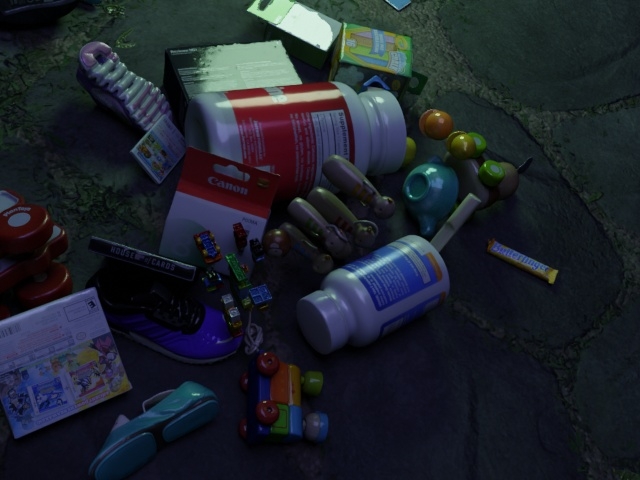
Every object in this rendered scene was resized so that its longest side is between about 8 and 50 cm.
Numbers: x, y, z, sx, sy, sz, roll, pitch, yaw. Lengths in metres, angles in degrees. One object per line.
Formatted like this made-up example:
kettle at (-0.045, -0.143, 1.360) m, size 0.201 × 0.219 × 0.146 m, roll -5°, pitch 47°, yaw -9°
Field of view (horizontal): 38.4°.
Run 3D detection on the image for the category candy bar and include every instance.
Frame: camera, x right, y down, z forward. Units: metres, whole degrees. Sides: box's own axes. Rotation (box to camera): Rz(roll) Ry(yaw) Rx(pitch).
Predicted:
candy bar at (0.421, 0.043, 1.928) m, size 0.161 × 0.018 × 0.040 m, roll 27°, pitch 54°, yaw 2°

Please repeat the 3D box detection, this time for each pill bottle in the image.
pill bottle at (0.095, 0.105, 1.711) m, size 0.272 × 0.152 × 0.152 m, roll -24°, pitch 66°, yaw -28°
pill bottle at (-0.047, -0.196, 1.825) m, size 0.407 × 0.229 × 0.229 m, roll -9°, pitch 60°, yaw -21°

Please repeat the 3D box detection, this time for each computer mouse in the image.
computer mouse at (-0.638, -0.521, 1.981) m, size 0.272 × 0.072 × 0.188 m, roll -11°, pitch 62°, yaw -8°

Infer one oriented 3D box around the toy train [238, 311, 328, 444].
toy train at (-0.060, 0.237, 1.613) m, size 0.143 × 0.105 × 0.248 m, roll 12°, pitch 56°, yaw -21°

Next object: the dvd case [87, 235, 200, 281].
dvd case at (-0.302, 0.035, 1.607) m, size 0.179 × 0.238 × 0.030 m, roll 17°, pitch 87°, yaw -5°

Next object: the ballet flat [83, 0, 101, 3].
ballet flat at (-0.540, -0.561, 2.049) m, size 0.114 × 0.041 × 0.041 m, roll 17°, pitch 54°, yaw -6°

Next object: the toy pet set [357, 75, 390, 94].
toy pet set at (0.096, -0.304, 2.003) m, size 0.122 × 0.114 × 0.065 m, roll 7°, pitch 67°, yaw -14°

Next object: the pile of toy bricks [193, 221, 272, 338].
pile of toy bricks at (-0.148, 0.076, 1.632) m, size 0.118 × 0.105 × 0.212 m, roll -18°, pitch 54°, yaw -15°

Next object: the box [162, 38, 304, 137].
box at (-0.182, -0.324, 1.940) m, size 0.261 × 0.103 × 0.184 m, roll -9°, pitch 54°, yaw -21°

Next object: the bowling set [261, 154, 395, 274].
bowling set at (0.000, 0.000, 1.686) m, size 0.154 × 0.287 × 0.200 m, roll 40°, pitch 64°, yaw 7°

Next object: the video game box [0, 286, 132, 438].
video game box at (-0.438, 0.198, 1.512) m, size 0.205 × 0.048 × 0.187 m, roll -21°, pitch 94°, yaw -27°

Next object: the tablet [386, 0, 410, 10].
tablet at (0.181, -0.611, 2.306) m, size 0.083 × 0.006 × 0.054 m, roll 41°, pitch 56°, yaw 14°

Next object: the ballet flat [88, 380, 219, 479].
ballet flat at (-0.286, 0.311, 1.521) m, size 0.247 × 0.083 × 0.087 m, roll -29°, pitch 44°, yaw -30°

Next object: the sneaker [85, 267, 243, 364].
sneaker at (-0.272, 0.122, 1.598) m, size 0.293 × 0.146 × 0.102 m, roll 17°, pitch 54°, yaw -4°

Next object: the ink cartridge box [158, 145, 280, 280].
ink cartridge box at (-0.187, -0.044, 1.687) m, size 0.181 × 0.225 × 0.056 m, roll 17°, pitch 38°, yaw -3°

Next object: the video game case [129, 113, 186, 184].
video game case at (-0.320, -0.183, 1.843) m, size 0.087 × 0.011 × 0.122 m, roll 52°, pitch 50°, yaw -25°

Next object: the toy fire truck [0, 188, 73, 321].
toy fire truck at (-0.593, 0.037, 1.578) m, size 0.254 × 0.169 × 0.302 m, roll 26°, pitch 50°, yaw 33°

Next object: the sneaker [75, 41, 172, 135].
sneaker at (-0.408, -0.294, 1.878) m, size 0.236 × 0.104 × 0.095 m, roll 44°, pitch 51°, yaw -12°

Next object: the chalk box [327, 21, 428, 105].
chalk box at (0.132, -0.380, 2.060) m, size 0.213 × 0.132 × 0.132 m, roll 12°, pitch 55°, yaw -9°

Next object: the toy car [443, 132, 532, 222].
toy car at (0.365, -0.140, 1.961) m, size 0.188 × 0.155 × 0.149 m, roll -10°, pitch 60°, yaw -33°

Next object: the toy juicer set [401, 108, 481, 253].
toy juicer set at (0.251, -0.118, 1.883) m, size 0.089 × 0.209 × 0.329 m, roll 17°, pitch 48°, yaw -46°

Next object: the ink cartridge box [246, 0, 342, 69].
ink cartridge box at (-0.062, -0.491, 2.121) m, size 0.209 × 0.062 × 0.109 m, roll 27°, pitch 54°, yaw 4°
